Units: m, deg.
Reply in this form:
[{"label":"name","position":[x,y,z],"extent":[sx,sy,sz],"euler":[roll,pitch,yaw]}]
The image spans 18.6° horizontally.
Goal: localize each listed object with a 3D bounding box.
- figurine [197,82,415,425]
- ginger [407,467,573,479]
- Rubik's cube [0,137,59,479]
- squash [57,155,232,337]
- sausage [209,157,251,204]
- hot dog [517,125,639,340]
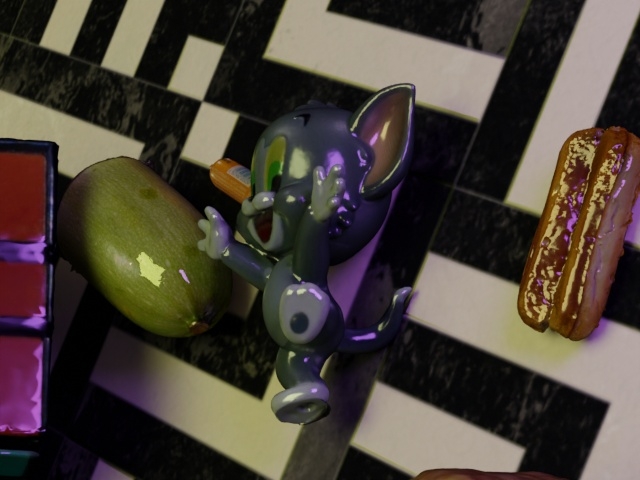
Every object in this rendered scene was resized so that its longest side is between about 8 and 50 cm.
[{"label":"figurine","position":[0.004,0.004,1.552],"extent":[0.193,0.140,0.265],"euler":[-38,60,56]},{"label":"ginger","position":[0.143,0.242,1.245],"extent":[0.200,0.223,0.269],"euler":[26,132,37]},{"label":"Rubik's cube","position":[-0.385,0.079,1.714],"extent":[0.288,0.283,0.293],"euler":[125,150,-62]},{"label":"squash","position":[-0.146,0.018,1.698],"extent":[0.123,0.123,0.186],"euler":[-57,45,10]},{"label":"sausage","position":[-0.065,-0.046,1.709],"extent":[0.107,0.031,0.031],"euler":[35,99,47]},{"label":"hot dog","position":[0.193,-0.009,1.437],"extent":[0.071,0.045,0.165],"euler":[12,82,47]}]
